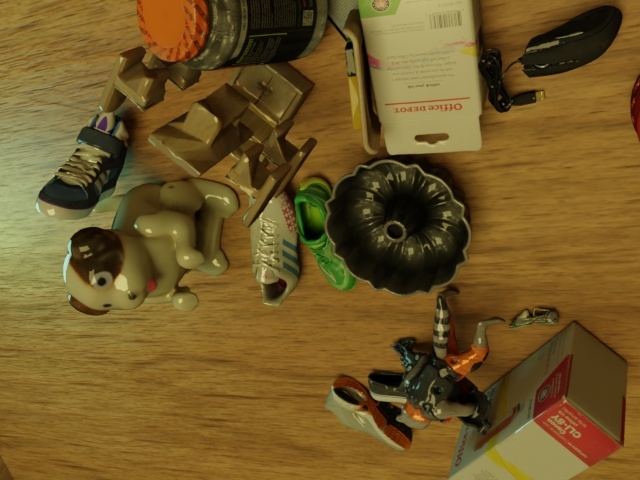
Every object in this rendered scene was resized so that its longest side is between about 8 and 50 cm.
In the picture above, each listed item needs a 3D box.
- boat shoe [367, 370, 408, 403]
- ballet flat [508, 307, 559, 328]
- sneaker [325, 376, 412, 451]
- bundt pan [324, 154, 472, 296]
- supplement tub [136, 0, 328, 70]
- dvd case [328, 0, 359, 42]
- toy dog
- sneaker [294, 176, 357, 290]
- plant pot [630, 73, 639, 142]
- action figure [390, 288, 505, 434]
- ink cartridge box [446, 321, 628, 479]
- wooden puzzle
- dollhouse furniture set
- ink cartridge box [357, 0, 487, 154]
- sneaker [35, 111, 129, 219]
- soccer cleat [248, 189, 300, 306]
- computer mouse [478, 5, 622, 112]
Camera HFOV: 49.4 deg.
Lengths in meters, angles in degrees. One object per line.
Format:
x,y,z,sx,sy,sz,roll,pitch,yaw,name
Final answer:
0.223,0.365,1.779,0.228,0.080,0.076,-5,117,35,boat shoe
0.480,0.174,1.575,0.114,0.041,0.041,-13,111,30,ballet flat
0.128,0.484,1.886,0.262,0.099,0.121,38,134,11,sneaker
0.181,-0.046,1.531,0.330,0.124,0.331,12,122,20,bundt pan
-0.161,-0.433,1.317,0.207,0.338,0.207,15,115,37,supplement tub
0.092,-0.483,1.388,0.180,0.022,0.253,-35,100,36,dvd case
-0.435,0.010,1.674,0.395,0.408,0.285,30,125,6,toy dog
0.000,0.000,1.641,0.109,0.123,0.296,-10,114,30,sneaker
0.634,-0.220,1.194,0.191,0.174,0.191,12,124,19,plant pot
0.250,0.275,1.596,0.341,0.178,0.330,29,103,49,action figure
0.479,0.406,1.551,0.160,0.279,0.385,38,126,0,ink cartridge box
0.076,-0.309,1.345,0.044,0.221,0.239,-8,116,11,wooden puzzle
-0.209,-0.221,1.446,0.362,0.394,0.256,38,127,1,dollhouse furniture set
0.205,-0.348,1.331,0.207,0.119,0.353,0,125,21,ink cartridge box
-0.562,-0.201,1.668,0.130,0.323,0.236,19,110,2,sneaker
-0.114,0.016,1.665,0.116,0.143,0.331,6,129,21,soccer cleat
0.426,-0.312,1.271,0.262,0.060,0.184,-19,149,8,computer mouse
